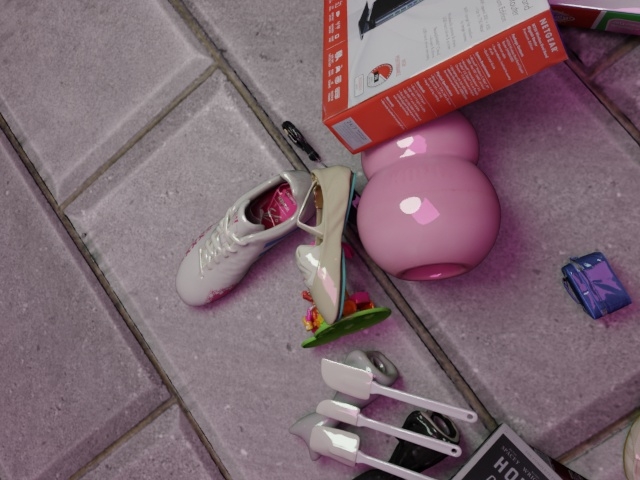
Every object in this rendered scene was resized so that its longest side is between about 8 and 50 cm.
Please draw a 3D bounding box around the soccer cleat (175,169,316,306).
[{"bbox_3d":[-0.144,-0.007,0.929,0.331,0.143,0.116,-40,79,12],"label":"soccer cleat"}]

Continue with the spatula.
[{"bbox_3d":[0.102,0.286,0.832,0.241,0.019,0.168,13,100,19],"label":"spatula"}]

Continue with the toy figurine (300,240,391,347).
[{"bbox_3d":[0.015,0.076,0.919,0.173,0.130,0.159,-34,64,36],"label":"toy figurine"}]

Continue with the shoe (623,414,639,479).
[{"bbox_3d":[0.488,0.268,0.776,0.076,0.058,0.219,20,107,23],"label":"shoe"}]

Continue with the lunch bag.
[{"bbox_3d":[0.400,0.065,0.818,0.065,0.067,0.098,-30,80,12],"label":"lunch bag"}]

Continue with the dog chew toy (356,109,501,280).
[{"bbox_3d":[0.151,-0.112,0.829,0.206,0.206,0.332,-8,73,15],"label":"dog chew toy"}]

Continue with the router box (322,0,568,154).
[{"bbox_3d":[0.147,-0.320,0.777,0.301,0.082,0.336,-21,50,28],"label":"router box"}]

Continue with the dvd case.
[{"bbox_3d":[0.236,0.386,0.725,0.238,0.030,0.179,-35,67,-25],"label":"dvd case"}]

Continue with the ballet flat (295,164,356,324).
[{"bbox_3d":[0.000,0.000,0.827,0.086,0.086,0.249,1,69,15],"label":"ballet flat"}]

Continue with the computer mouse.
[{"bbox_3d":[0.009,-0.107,0.929,0.041,0.071,0.242,-42,77,3],"label":"computer mouse"}]

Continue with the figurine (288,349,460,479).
[{"bbox_3d":[0.075,0.314,0.894,0.215,0.092,0.209,43,103,13],"label":"figurine"}]

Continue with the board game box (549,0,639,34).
[{"bbox_3d":[0.414,-0.438,0.802,0.316,0.064,0.242,21,94,26],"label":"board game box"}]

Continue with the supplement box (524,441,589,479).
[{"bbox_3d":[0.379,0.422,0.809,0.239,0.073,0.130,29,96,15],"label":"supplement box"}]
